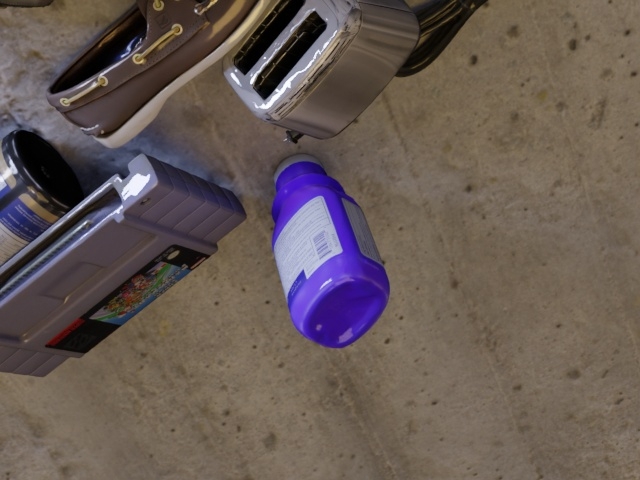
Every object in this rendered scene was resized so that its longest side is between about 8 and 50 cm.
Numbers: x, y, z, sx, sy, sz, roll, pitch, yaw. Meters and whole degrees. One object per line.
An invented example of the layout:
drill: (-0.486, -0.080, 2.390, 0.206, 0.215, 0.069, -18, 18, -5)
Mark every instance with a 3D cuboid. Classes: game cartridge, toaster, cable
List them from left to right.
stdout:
game cartridge: (-0.273, 0.044, 1.651, 0.355, 0.068, 0.230, -37, 153, 14)
toaster: (-0.008, -0.206, 1.529, 0.227, 0.129, 0.146, -47, 155, 21)
cable: (0.177, -0.306, 1.592, 0.139, 0.072, 0.287, 5, 138, -37)

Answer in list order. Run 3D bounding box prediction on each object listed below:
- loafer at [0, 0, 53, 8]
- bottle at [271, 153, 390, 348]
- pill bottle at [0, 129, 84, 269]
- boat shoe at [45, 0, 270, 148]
loafer: (-0.403, -0.293, 1.436, 0.267, 0.096, 0.084, 16, 140, -15)
bottle: (0.000, 0.000, 1.608, 0.092, 0.283, 0.118, 28, 114, -28)
pill bottle: (-0.392, -0.019, 1.602, 0.219, 0.123, 0.123, -37, 125, 14)
boat shoe: (-0.168, -0.235, 1.508, 0.324, 0.116, 0.097, -40, 127, 23)
